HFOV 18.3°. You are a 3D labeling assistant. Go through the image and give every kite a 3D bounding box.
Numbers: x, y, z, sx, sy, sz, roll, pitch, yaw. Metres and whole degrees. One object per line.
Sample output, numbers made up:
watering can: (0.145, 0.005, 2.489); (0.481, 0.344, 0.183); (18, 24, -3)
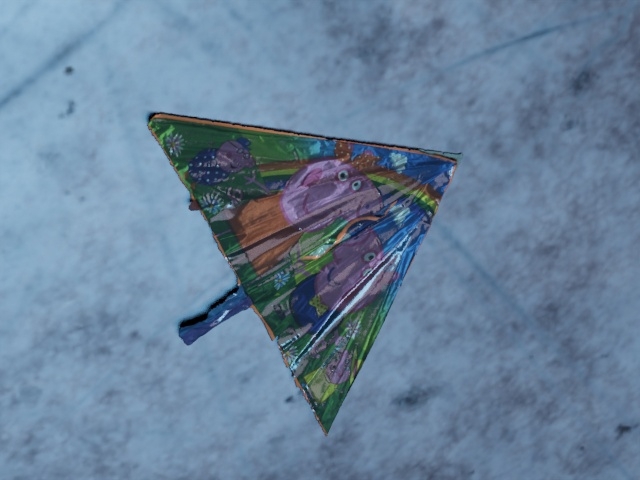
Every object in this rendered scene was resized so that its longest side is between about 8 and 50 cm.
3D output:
kite: (0.000, 0.000, 1.358); (0.234, 0.016, 0.321); (-31, 131, -4)
